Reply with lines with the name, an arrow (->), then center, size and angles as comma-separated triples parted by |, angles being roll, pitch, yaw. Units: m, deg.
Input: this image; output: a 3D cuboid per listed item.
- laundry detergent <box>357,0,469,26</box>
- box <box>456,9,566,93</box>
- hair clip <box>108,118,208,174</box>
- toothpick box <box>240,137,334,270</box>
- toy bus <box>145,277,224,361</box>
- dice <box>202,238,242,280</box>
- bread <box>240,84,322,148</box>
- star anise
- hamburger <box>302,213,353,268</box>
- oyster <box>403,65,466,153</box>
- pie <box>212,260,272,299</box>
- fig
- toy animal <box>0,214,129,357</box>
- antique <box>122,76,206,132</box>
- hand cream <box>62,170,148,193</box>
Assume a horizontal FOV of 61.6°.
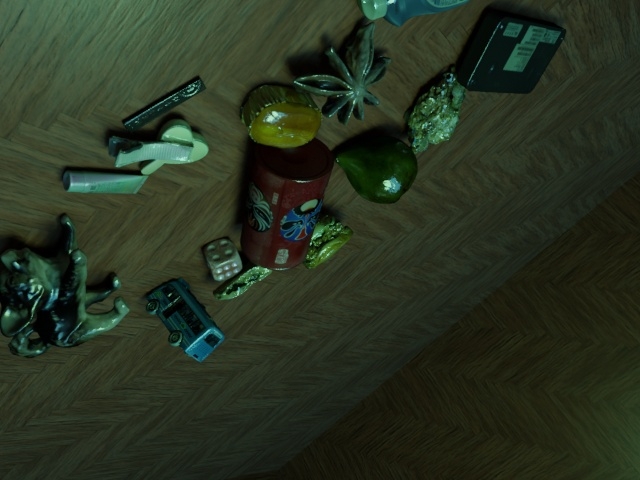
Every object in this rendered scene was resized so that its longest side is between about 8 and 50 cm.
laundry detergent -> 0.211, -0.563, 1.198 | 0.290, 0.094, 0.143 | -22, 152, -11
box -> 0.545, -0.523, 1.523 | 0.350, 0.058, 0.211 | -11, 136, -38
hair clip -> -0.358, -0.198, 1.200 | 0.219, 0.071, 0.159 | -10, 152, -36
toothpick box -> -0.098, -0.100, 1.432 | 0.204, 0.204, 0.333 | -14, 144, -27
toy bus -> -0.398, 0.230, 1.576 | 0.134, 0.246, 0.113 | -41, 148, -9
dice -> -0.288, 0.057, 1.577 | 0.093, 0.091, 0.094 | -23, 145, -15
bread -> -0.089, -0.290, 1.280 | 0.191, 0.114, 0.132 | -1, 138, -33
star anise -> 0.066, -0.385, 1.270 | 0.257, 0.111, 0.198 | -48, 133, -12
hamburger -> 0.000, 0.000, 1.697 | 0.189, 0.122, 0.215 | -43, 178, 2
oyster -> 0.333, -0.366, 1.555 | 0.260, 0.092, 0.198 | -44, 145, 8
pie -> -0.234, 0.108, 1.650 | 0.218, 0.185, 0.052 | -37, 106, -12
fig -> 0.148, -0.208, 1.523 | 0.245, 0.195, 0.195 | 16, 127, -22
toy animal -> -0.656, 0.141, 1.285 | 0.303, 0.194, 0.344 | -31, 142, -13
antique -> -0.335, -0.290, 1.151 | 0.192, 0.015, 0.031 | -32, 147, -2
hand cream -> -0.484, -0.129, 1.213 | 0.174, 0.047, 0.076 | -2, 153, -45
